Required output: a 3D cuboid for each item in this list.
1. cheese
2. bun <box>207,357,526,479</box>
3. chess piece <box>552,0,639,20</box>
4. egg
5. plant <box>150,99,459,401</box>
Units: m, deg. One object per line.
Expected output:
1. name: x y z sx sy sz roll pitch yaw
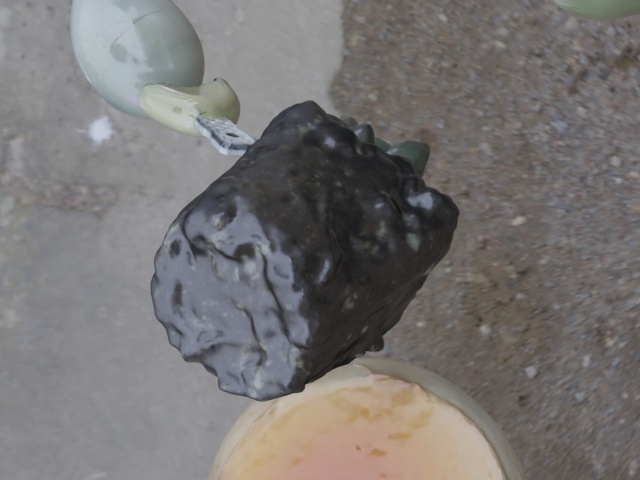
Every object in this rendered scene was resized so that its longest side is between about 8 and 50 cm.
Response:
1. cheese: -0.130 -0.142 1.489 0.235 0.127 0.049 43 127 55
2. bun: 0.042 0.251 1.158 0.299 0.165 0.298 -1 84 7
3. chess piece: 0.272 -0.176 0.709 0.442 0.234 0.234 20 99 15
4. egg: -0.239 -0.250 1.630 0.151 0.151 0.209 -43 81 17
5. plant: 0.000 0.000 0.734 0.129 0.194 0.132 39 128 8
